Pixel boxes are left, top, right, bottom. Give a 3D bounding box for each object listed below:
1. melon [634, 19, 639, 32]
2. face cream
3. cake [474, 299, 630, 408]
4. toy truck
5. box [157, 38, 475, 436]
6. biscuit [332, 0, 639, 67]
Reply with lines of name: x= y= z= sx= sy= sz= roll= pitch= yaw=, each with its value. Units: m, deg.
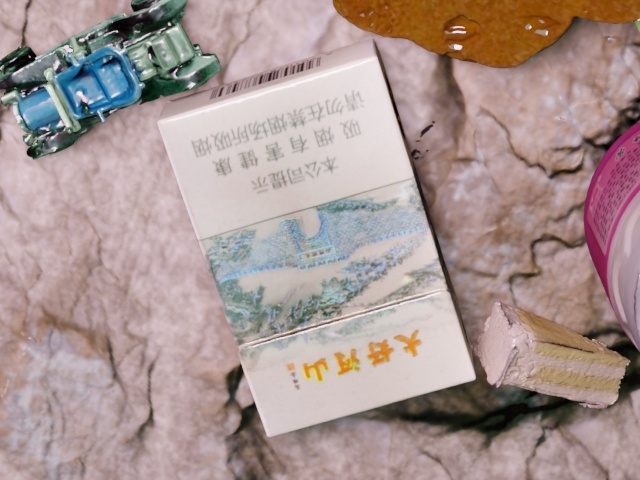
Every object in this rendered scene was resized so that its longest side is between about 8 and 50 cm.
melon: x=0.317 y=-0.145 z=1.163 sx=0.209 sy=0.064 sz=0.118 roll=3 pitch=113 yaw=3
face cream: x=0.280 y=0.008 z=1.141 sx=0.175 sy=0.195 sz=0.175 roll=0 pitch=107 yaw=0
cake: x=0.179 y=0.088 z=1.259 sx=0.121 sy=0.065 sz=0.052 roll=15 pitch=109 yaw=-27
toy truck: x=-0.155 y=-0.118 z=1.173 sx=0.154 sy=0.078 sz=0.080 roll=-24 pitch=107 yaw=8
box: x=0.000 y=0.000 z=1.212 sx=0.164 sy=0.069 sz=0.256 roll=-16 pitch=107 yaw=7
biscuit: x=0.103 y=-0.219 z=1.129 sx=0.290 sy=0.041 sz=0.208 roll=11 pitch=126 yaw=9
